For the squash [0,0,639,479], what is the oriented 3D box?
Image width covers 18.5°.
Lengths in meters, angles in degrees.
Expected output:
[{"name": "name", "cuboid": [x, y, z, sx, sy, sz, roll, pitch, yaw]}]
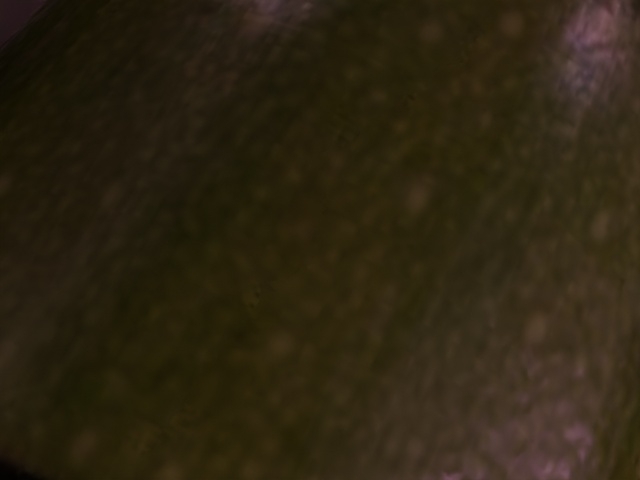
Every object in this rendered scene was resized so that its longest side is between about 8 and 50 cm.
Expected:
[{"name": "squash", "cuboid": [0.000, -0.005, 0.651, 0.309, 0.310, 0.310, -63, 159, -19]}]
